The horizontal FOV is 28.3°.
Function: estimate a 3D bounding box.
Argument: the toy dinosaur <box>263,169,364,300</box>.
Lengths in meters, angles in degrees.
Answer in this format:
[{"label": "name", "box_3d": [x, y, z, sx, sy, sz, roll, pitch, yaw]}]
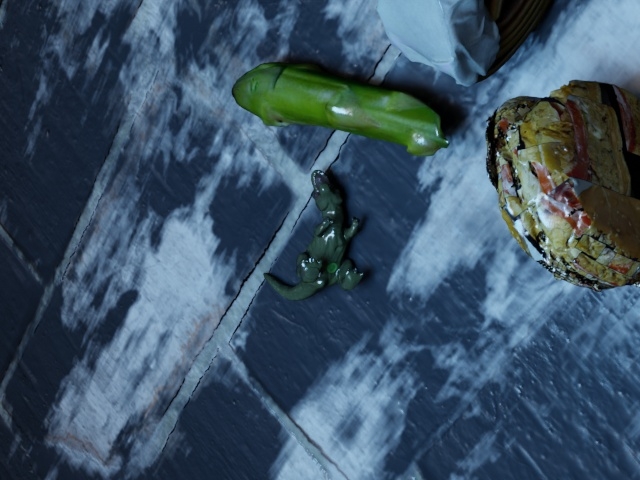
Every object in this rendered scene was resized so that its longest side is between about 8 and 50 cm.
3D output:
[{"label": "toy dinosaur", "box_3d": [0.000, 0.000, 1.673, 0.179, 0.087, 0.187, -135, 59, -72]}]

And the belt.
[{"label": "belt", "box_3d": [0.171, -0.328, 1.281, 0.122, 0.217, 0.339, 36, 125, 31]}]

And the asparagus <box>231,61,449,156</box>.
[{"label": "asparagus", "box_3d": [0.034, -0.163, 1.550, 0.343, 0.085, 0.082, 15, 115, 38]}]

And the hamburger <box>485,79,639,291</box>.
[{"label": "hamburger", "box_3d": [0.264, -0.059, 1.267, 0.107, 0.231, 0.231, -30, 81, 42]}]
